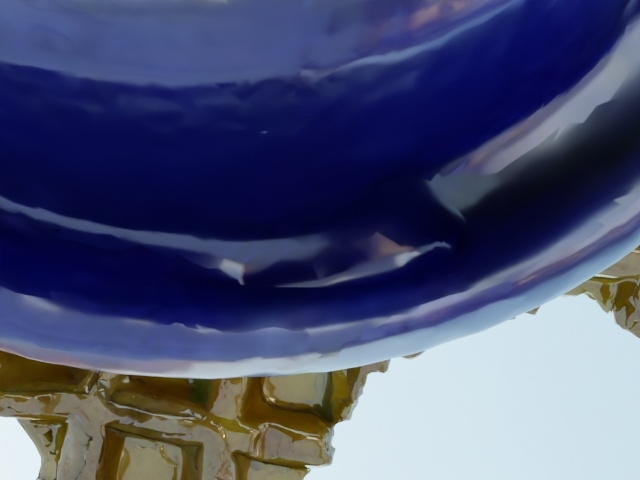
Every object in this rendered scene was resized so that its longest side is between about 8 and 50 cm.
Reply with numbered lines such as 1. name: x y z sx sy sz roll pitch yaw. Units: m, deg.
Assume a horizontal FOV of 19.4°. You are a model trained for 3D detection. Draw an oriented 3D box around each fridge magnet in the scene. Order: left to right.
1. fridge magnet: -0.021 -0.094 0.397 0.265 0.265 0.113 55 -16 25

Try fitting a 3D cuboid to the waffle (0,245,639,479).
1. waffle: 0.000 0.000 0.628 0.260 0.293 0.069 51 0 -9
